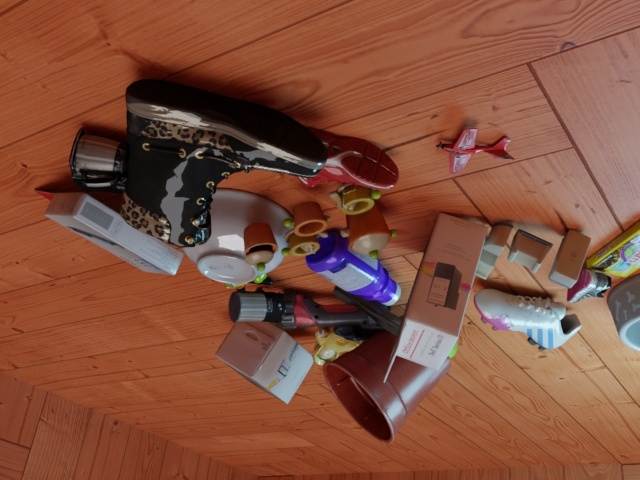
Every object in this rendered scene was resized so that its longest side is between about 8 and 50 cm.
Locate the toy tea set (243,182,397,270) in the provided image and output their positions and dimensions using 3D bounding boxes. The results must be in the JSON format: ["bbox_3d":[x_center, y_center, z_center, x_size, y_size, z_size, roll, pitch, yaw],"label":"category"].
[{"bbox_3d":[0.000,0.000,1.612,0.336,0.124,0.200,-21,154,17],"label":"toy tea set"}]

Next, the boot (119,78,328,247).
[{"bbox_3d":[-0.198,-0.120,1.411,0.377,0.138,0.284,15,123,-7],"label":"boot"}]

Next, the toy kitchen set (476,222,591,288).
[{"bbox_3d":[0.472,0.036,1.701,0.207,0.122,0.166,26,152,9],"label":"toy kitchen set"}]

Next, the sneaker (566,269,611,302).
[{"bbox_3d":[0.646,0.115,1.799,0.074,0.063,0.170,9,160,1],"label":"sneaker"}]

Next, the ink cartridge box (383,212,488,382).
[{"bbox_3d":[0.252,0.143,1.644,0.119,0.353,0.207,19,151,6],"label":"ink cartridge box"}]

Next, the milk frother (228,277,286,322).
[{"bbox_3d":[-0.186,0.174,2.031,0.134,0.129,0.143,5,147,-29],"label":"milk frother"}]

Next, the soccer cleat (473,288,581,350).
[{"bbox_3d":[0.538,0.181,1.932,0.331,0.116,0.143,25,130,-32],"label":"soccer cleat"}]

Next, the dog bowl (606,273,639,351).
[{"bbox_3d":[0.896,0.186,1.846,0.348,0.102,0.349,6,151,3],"label":"dog bowl"}]

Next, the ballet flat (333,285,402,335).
[{"bbox_3d":[0.146,0.177,1.958,0.250,0.058,0.084,31,158,18],"label":"ballet flat"}]

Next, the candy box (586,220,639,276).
[{"bbox_3d":[0.700,0.022,1.676,0.105,0.027,0.206,11,151,-11],"label":"candy box"}]

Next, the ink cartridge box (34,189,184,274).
[{"bbox_3d":[-0.508,-0.018,1.755,0.261,0.066,0.296,5,156,45],"label":"ink cartridge box"}]

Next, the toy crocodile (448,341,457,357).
[{"bbox_3d":[0.274,0.348,2.289,0.115,0.105,0.340,24,151,-28],"label":"toy crocodile"}]

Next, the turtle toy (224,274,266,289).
[{"bbox_3d":[-0.202,0.089,1.939,0.130,0.066,0.095,-15,174,-26],"label":"turtle toy"}]

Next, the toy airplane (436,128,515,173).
[{"bbox_3d":[0.295,-0.174,1.421,0.151,0.028,0.151,5,152,3],"label":"toy airplane"}]

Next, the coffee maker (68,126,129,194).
[{"bbox_3d":[-0.410,-0.152,1.557,0.178,0.120,0.171,10,174,-2],"label":"coffee maker"}]

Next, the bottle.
[{"bbox_3d":[0.091,0.077,1.844,0.118,0.092,0.283,-21,140,37],"label":"bottle"}]

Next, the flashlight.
[{"bbox_3d":[0.040,0.189,2.058,0.304,0.103,0.103,-4,111,11],"label":"flashlight"}]

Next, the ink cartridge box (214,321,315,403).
[{"bbox_3d":[-0.165,0.351,2.257,0.171,0.168,0.233,22,162,36],"label":"ink cartridge box"}]

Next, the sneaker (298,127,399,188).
[{"bbox_3d":[0.041,-0.146,1.496,0.221,0.087,0.128,24,157,-4],"label":"sneaker"}]

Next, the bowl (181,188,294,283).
[{"bbox_3d":[-0.208,0.012,1.758,0.297,0.134,0.298,5,150,3],"label":"bowl"}]

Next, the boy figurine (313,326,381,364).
[{"bbox_3d":[0.055,0.294,2.240,0.177,0.092,0.285,18,146,-27],"label":"boy figurine"}]

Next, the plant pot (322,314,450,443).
[{"bbox_3d":[0.194,0.360,2.038,0.272,0.265,0.272,43,156,25],"label":"plant pot"}]
